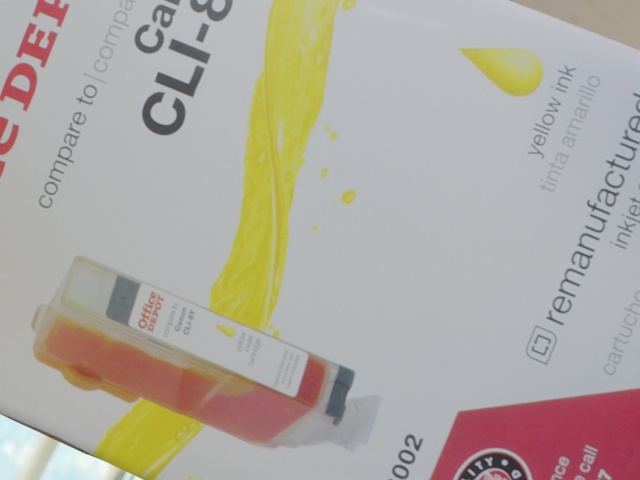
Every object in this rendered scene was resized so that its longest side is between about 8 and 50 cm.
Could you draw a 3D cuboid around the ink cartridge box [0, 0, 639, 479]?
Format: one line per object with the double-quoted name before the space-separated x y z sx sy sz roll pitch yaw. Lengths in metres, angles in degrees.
"ink cartridge box" 0.000 0.000 0.804 0.385 0.279 0.160 23 2 10
